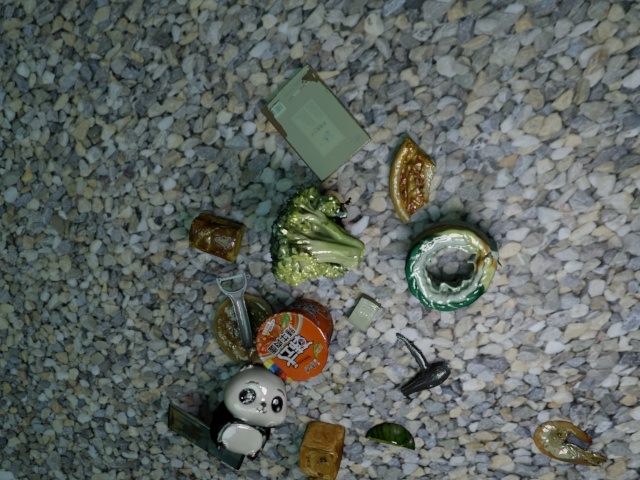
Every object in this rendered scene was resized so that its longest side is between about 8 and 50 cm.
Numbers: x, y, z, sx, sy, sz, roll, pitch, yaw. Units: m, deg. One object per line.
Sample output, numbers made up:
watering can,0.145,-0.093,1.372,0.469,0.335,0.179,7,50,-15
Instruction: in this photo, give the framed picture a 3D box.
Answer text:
framed picture,-0.447,0.768,2.062,0.347,0.016,0.265,29,139,6

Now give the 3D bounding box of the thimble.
thimble,0.400,0.073,1.616,0.288,0.167,0.254,-27,97,21

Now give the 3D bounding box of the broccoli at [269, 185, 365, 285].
broccoli,-0.002,-0.004,1.609,0.281,0.348,0.293,18,103,16

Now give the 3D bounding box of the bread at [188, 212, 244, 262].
bread,-0.363,-0.010,1.839,0.172,0.103,0.131,18,113,7

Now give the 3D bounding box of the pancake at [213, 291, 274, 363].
pancake,-0.274,0.327,1.940,0.283,0.049,0.282,3,103,15

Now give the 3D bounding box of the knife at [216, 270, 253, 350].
knife,-0.273,0.249,1.871,0.124,0.053,0.277,-12,97,12

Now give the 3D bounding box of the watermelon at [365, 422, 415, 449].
watermelon,0.251,0.709,1.884,0.182,0.075,0.091,13,112,10

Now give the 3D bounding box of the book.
book,-0.017,-0.368,1.687,0.217,0.021,0.310,-40,92,21

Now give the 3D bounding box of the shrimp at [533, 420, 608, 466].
shrimp,0.823,0.666,1.736,0.236,0.053,0.132,16,89,15

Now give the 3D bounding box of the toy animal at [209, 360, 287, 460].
toy animal,-0.255,0.601,1.921,0.251,0.251,0.309,30,98,6

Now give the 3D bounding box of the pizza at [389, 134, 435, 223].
pizza,0.278,-0.184,1.637,0.135,0.056,0.270,17,110,19

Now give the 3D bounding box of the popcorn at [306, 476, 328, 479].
popcorn,-0.002,0.972,1.992,0.180,0.170,0.179,-3,86,51

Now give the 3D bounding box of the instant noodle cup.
instant noodle cup,-0.073,0.323,1.804,0.251,0.192,0.250,4,106,14

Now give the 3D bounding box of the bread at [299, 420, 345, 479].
bread,0.004,0.762,1.934,0.158,0.143,0.148,14,115,11

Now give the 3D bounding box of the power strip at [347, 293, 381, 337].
power strip,0.139,0.264,1.808,0.075,0.042,0.175,30,111,4

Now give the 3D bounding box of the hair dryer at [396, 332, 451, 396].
hair dryer,0.313,0.412,1.803,0.195,0.075,0.219,-38,82,30
